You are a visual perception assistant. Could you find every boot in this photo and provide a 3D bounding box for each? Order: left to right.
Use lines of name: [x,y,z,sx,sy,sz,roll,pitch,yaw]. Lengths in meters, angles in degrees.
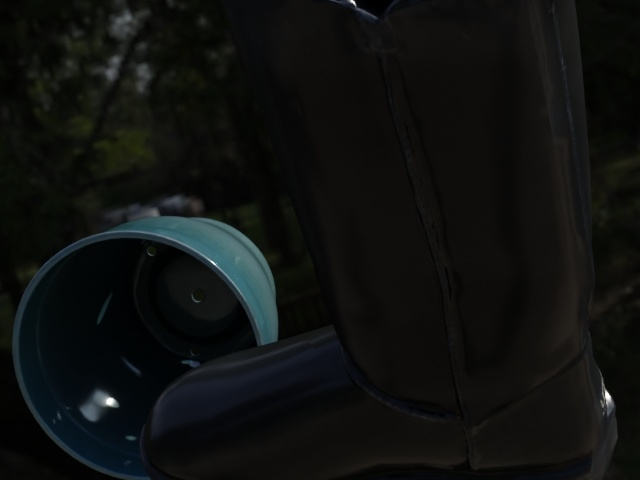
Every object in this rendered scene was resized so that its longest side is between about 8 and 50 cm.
boot: [0.002,0.000,1.082,0.366,0.445,0.146,-5,45,12]

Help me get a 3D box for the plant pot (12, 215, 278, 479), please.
plant pot: [-0.164,0.089,1.785,0.271,0.272,0.255,-18,11,16]
